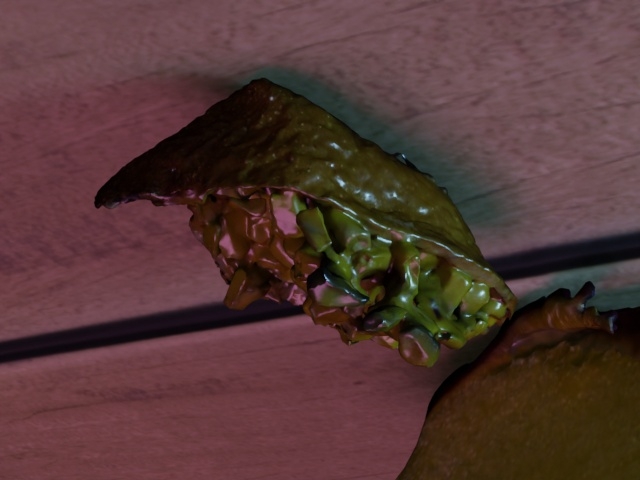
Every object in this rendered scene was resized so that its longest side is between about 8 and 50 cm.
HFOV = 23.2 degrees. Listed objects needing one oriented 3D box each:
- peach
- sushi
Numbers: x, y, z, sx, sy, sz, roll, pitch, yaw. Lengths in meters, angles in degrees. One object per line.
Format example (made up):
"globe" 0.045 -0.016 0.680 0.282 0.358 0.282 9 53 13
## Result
"peach" 0.233 0.233 1.231 0.417 0.339 0.353 4 143 22
"sushi" 0.004 0.001 1.133 0.296 0.179 0.167 36 144 -26
